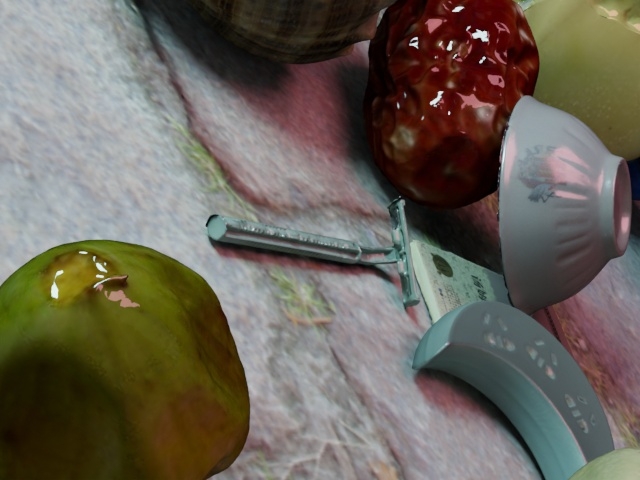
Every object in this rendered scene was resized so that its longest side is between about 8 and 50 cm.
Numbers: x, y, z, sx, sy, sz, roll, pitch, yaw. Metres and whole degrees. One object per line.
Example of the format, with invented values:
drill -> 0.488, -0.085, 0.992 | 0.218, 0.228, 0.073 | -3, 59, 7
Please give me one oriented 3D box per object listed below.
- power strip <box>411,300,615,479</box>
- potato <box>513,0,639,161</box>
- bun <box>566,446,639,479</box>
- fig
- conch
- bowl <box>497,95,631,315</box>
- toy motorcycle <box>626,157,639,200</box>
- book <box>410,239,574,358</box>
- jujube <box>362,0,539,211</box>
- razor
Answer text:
power strip -> 0.166, 0.131, 1.203 | 0.216, 0.044, 0.137 | 46, 34, -7
potato -> 0.225, -0.225, 1.584 | 0.285, 0.242, 0.242 | 20, 37, -22
bun -> 0.244, 0.254, 1.079 | 0.229, 0.145, 0.229 | 30, 22, -13
fig -> -0.111, 0.069, 0.802 | 0.144, 0.154, 0.166 | 19, -25, 26
conch -> -0.025, -0.221, 1.283 | 0.291, 0.159, 0.210 | -13, 52, -18
bowl -> 0.210, -0.028, 1.299 | 0.189, 0.086, 0.189 | 0, 90, -68
toy motorcycle -> 0.415, -0.079, 1.686 | 0.241, 0.182, 0.319 | 22, 37, -40
book -> 0.151, 0.074, 1.301 | 0.181, 0.014, 0.127 | 23, 38, -39
jujube -> 0.113, -0.128, 1.362 | 0.155, 0.155, 0.230 | 37, 33, -21
razor -> -0.006, 0.002, 1.158 | 0.211, 0.036, 0.084 | 8, 67, -45
